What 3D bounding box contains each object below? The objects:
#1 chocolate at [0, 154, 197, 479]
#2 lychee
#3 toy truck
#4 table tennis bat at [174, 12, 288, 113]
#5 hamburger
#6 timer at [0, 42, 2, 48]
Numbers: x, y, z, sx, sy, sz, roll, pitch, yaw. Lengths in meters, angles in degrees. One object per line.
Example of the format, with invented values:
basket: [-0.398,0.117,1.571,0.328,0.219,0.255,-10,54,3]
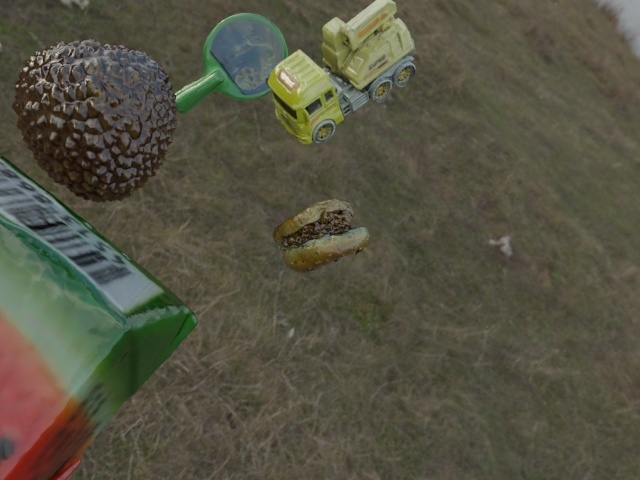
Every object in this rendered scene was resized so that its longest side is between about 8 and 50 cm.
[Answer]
chocolate: [-0.366,0.098,0.633,0.360,0.341,0.161,38,-2,0]
lychee: [-0.358,-0.192,1.070,0.267,0.267,0.268,27,37,-22]
toy truck: [0.037,-0.304,1.156,0.124,0.272,0.157,49,-8,32]
table tennis bat: [-0.182,-0.331,1.293,0.161,0.257,0.039,55,11,-16]
hamburger: [0.000,0.000,1.222,0.177,0.185,0.114,-25,84,-52]
timer: [-0.811,-0.326,1.438,0.175,0.266,0.175,17,13,-4]
